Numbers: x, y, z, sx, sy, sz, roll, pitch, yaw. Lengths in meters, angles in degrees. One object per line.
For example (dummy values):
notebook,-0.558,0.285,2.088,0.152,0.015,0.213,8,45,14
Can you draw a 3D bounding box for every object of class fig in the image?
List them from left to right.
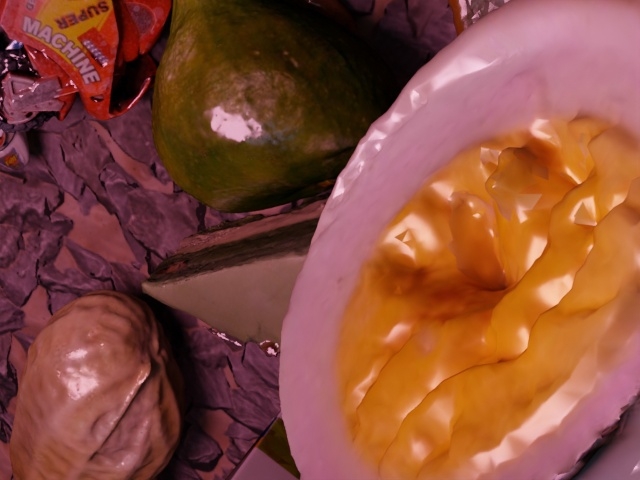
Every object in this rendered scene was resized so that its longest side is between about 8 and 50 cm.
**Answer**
fig,-0.052,-0.147,0.783,0.203,0.203,0.235,-22,84,28

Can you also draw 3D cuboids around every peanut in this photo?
peanut,-0.239,0.200,1.019,0.174,0.158,0.340,12,126,-17

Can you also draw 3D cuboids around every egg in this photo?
egg,0.199,0.068,0.592,0.339,0.355,0.354,29,125,-28

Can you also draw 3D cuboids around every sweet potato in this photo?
sweet potato,-0.006,-0.202,0.811,0.095,0.034,0.034,34,121,-4

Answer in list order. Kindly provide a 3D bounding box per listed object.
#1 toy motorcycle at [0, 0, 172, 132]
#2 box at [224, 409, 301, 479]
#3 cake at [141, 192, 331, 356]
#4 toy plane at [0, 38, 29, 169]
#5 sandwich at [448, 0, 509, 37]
toy motorcycle,-0.196,-0.212,0.825,0.171,0.089,0.298,14,122,-27
box,-0.093,0.318,0.923,0.106,0.299,0.200,37,121,2
cake,-0.005,0.000,0.837,0.283,0.158,0.172,20,118,16
toy plane,-0.372,-0.180,0.906,0.273,0.107,0.182,43,107,-14
sandwich,0.223,-0.172,0.696,0.271,0.099,0.301,-4,113,20
